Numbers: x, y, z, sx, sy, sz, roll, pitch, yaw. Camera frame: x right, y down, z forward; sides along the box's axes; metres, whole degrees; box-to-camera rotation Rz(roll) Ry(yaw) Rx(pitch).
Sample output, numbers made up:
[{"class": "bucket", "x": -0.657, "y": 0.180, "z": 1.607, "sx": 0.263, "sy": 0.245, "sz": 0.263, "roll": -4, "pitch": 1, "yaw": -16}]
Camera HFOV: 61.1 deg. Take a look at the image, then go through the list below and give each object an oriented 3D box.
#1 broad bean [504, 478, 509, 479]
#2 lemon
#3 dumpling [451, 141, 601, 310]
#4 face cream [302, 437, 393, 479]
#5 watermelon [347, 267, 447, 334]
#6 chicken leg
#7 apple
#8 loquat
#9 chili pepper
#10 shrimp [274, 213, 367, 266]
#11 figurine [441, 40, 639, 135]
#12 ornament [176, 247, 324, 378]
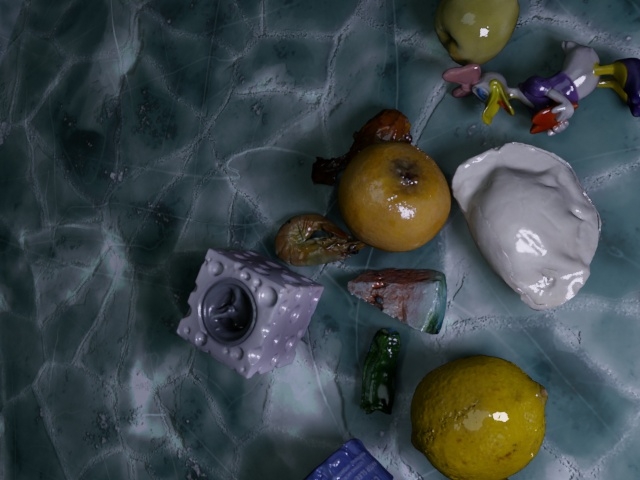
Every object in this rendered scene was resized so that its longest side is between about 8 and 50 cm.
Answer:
[{"class": "broad bean", "x": 0.367, "y": 0.631, "z": 1.197, "sx": 0.156, "sy": 0.122, "sz": 0.229, "roll": 26, "pitch": 101, "yaw": 26}, {"class": "lemon", "x": 0.336, "y": 0.374, "z": 1.153, "sx": 0.310, "sy": 0.258, "sz": 0.258, "roll": -35, "pitch": 74, "yaw": 23}, {"class": "dumpling", "x": 0.458, "y": -0.044, "z": 1.171, "sx": 0.260, "sy": 0.181, "sz": 0.341, "roll": -32, "pitch": 53, "yaw": 10}, {"class": "face cream", "x": 0.065, "y": 0.623, "z": 1.263, "sx": 0.225, "sy": 0.249, "sz": 0.249, "roll": 43, "pitch": 104, "yaw": 22}, {"class": "watermelon", "x": 0.185, "y": 0.130, "z": 1.338, "sx": 0.241, "sy": 0.094, "sz": 0.154, "roll": 11, "pitch": 84, "yaw": 27}, {"class": "chicken leg", "x": 0.096, "y": -0.226, "z": 1.395, "sx": 0.304, "sy": 0.093, "sz": 0.113, "roll": -30, "pitch": 86, "yaw": 24}, {"class": "apple", "x": 0.354, "y": -0.501, "z": 1.236, "sx": 0.200, "sy": 0.200, "sz": 0.200, "roll": -2, "pitch": 86, "yaw": 24}, {"class": "loquat", "x": 0.171, "y": -0.101, "z": 1.260, "sx": 0.263, "sy": 0.263, "sz": 0.263, "roll": -2, "pitch": 86, "yaw": 24}, {"class": "chili pepper", "x": 0.150, "y": 0.329, "z": 1.347, "sx": 0.098, "sy": 0.061, "sz": 0.224, "roll": 11, "pitch": 95, "yaw": 38}, {"class": "shrimp", "x": 0.000, "y": 0.000, "z": 1.438, "sx": 0.267, "sy": 0.061, "sz": 0.145, "roll": 1, "pitch": 78, "yaw": 27}, {"class": "figurine", "x": 0.489, "y": -0.337, "z": 1.182, "sx": 0.420, "sy": 0.154, "sz": 0.193, "roll": -6, "pitch": 79, "yaw": 23}, {"class": "ornament", "x": -0.177, "y": 0.178, "z": 1.406, "sx": 0.239, "sy": 0.239, "sz": 0.240, "roll": 26, "pitch": 98, "yaw": 24}]
